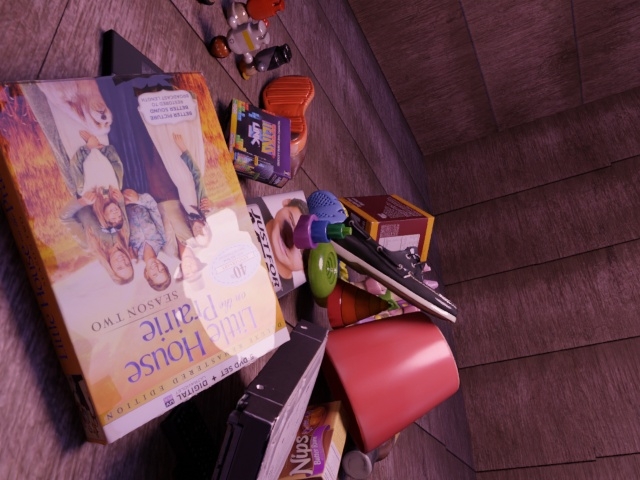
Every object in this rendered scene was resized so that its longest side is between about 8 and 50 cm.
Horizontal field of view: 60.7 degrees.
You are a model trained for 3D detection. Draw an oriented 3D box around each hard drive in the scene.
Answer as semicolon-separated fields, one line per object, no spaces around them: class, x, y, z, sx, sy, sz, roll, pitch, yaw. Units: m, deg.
hard drive;-0.075;0.279;0.811;0.339;0.064;0.237;-35;144;-75
hard drive;-0.304;-0.273;0.910;0.135;0.022;0.094;35;44;-59

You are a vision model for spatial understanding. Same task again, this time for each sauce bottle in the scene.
sauce bottle;0.136;0.475;1.361;0.344;0.111;0.111;-14;88;-68

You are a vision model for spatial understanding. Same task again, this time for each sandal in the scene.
sandal;0.000;0.000;1.353;0.138;0.126;0.317;39;37;-47

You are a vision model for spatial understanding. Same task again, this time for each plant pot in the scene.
plant pot;0.147;0.288;1.191;0.275;0.243;0.275;160;-90;-80

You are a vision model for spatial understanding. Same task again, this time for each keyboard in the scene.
keyboard;-0.177;0.325;0.797;0.180;0.023;0.108;68;22;-12

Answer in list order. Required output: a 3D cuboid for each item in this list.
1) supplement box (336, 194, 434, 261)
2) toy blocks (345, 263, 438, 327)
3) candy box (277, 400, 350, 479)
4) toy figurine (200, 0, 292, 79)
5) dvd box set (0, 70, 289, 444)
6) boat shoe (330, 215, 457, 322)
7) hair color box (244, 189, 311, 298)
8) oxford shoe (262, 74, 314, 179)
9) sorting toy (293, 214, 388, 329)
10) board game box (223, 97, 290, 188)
supplement box;0.161;-0.030;1.468;0.191;0.194;0.129;41;-49;54
toy blocks;0.228;0.179;1.596;0.288;0.260;0.309;48;33;-50
candy box;-0.016;0.393;1.032;0.053;0.109;0.186;66;23;-19
toy figurine;-0.174;-0.493;1.249;0.213;0.148;0.209;-5;85;-71
dvd box set;-0.223;-0.004;0.716;0.308;0.062;0.420;-21;96;-45
boat shoe;0.165;0.053;1.193;0.113;0.340;0.127;-55;152;-7
hair color box;-0.122;0.015;1.032;0.374;0.114;0.185;-24;99;-70
oxford shoe;-0.084;-0.303;1.403;0.132;0.130;0.363;88;6;-45
sorting toy;0.057;0.071;1.131;0.365;0.126;0.127;66;30;-50
board game box;-0.135;-0.206;1.161;0.141;0.048;0.170;14;54;-25
